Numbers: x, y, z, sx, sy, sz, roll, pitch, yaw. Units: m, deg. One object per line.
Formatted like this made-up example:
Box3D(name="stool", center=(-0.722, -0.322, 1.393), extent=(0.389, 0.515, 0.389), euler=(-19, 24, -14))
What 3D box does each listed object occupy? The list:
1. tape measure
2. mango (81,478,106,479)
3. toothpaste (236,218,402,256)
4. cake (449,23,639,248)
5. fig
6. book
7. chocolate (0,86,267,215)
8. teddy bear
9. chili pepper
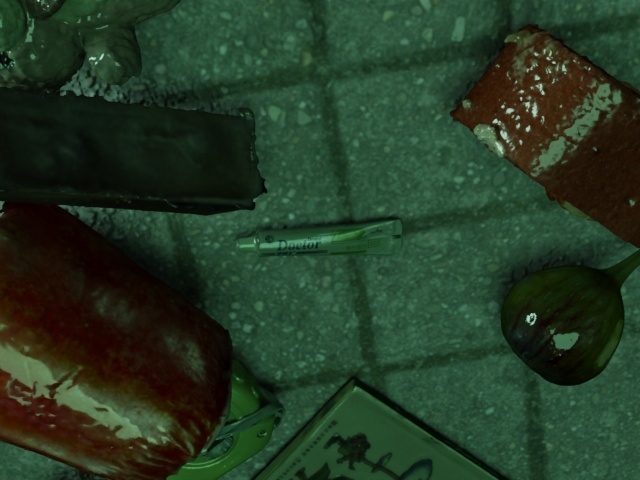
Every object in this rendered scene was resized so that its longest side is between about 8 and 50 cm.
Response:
Box3D(name="tape measure", center=(-0.152, 0.225, 1.138), extent=(0.200, 0.106, 0.175), euler=(-31, 118, 10))
Box3D(name="mango", center=(-0.274, 0.398, 1.209), extent=(0.221, 0.120, 0.151), euler=(30, 110, -26))
Box3D(name="toothpaste", center=(0.000, 0.000, 1.079), extent=(0.197, 0.029, 0.048), euler=(-3, 117, -6))
Box3D(name="cake", center=(0.281, -0.103, 0.965), extent=(0.283, 0.177, 0.151), euler=(33, 110, -20))
Box3D(name="fig", center=(0.332, 0.064, 1.088), extent=(0.245, 0.149, 0.149), euler=(-41, 113, 1))
Box3D(name="book", center=(0.103, 0.372, 1.268), extent=(0.371, 0.043, 0.260), euler=(35, 109, -19))
Box3D(name="chocolate", center=(-0.221, -0.078, 0.916), extent=(0.321, 0.112, 0.111), euler=(2, 79, -31))
Box3D(name="teddy bear", center=(-0.250, -0.249, 0.868), extent=(0.267, 0.151, 0.236), euler=(-29, 100, 7))
Box3D(name="chili pepper", center=(-0.263, 0.118, 0.989), extent=(0.305, 0.251, 0.229), euler=(35, 110, -17))
